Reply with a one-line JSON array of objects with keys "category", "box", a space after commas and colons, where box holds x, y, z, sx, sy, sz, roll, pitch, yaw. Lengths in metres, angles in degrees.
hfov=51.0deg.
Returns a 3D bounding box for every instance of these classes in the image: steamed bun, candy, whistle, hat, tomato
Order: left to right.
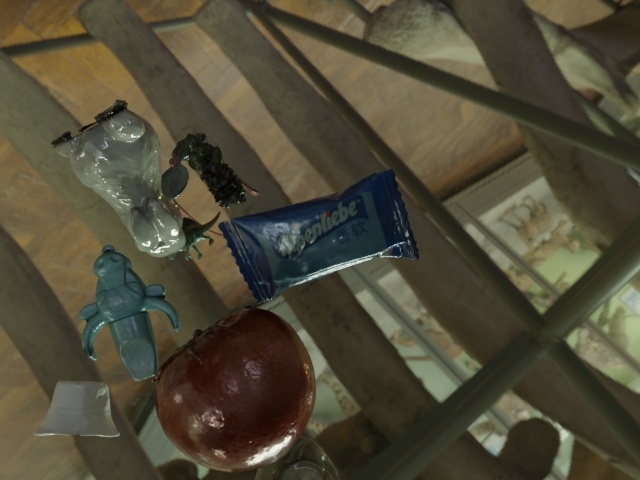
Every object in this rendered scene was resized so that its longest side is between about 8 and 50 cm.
[{"category": "hat", "box": [-0.560, 0.392, 1.562, 0.203, 0.126, 0.203, 0, 163, 0]}, {"category": "whistle", "box": [-0.379, 0.138, 1.308, 0.186, 0.274, 0.093, -18, 172, -9]}, {"category": "tomato", "box": [-0.129, 0.244, 1.085, 0.265, 0.265, 0.265, -38, 160, -17]}, {"category": "steamed bun", "box": [-0.051, 0.571, 1.338, 0.324, 0.219, 0.309, 119, -4, -62]}, {"category": "candy", "box": [0.000, 0.000, 1.217, 0.331, 0.187, 0.077, -19, -161, 4]}]

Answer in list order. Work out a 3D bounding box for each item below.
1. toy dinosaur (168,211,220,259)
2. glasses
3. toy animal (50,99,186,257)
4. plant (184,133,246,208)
[{"category": "toy dinosaur", "box": [-0.315, -0.018, 1.655, 0.106, 0.044, 0.187, 35, 62, -32]}, {"category": "glasses", "box": [-0.305, -0.129, 1.788, 0.268, 0.118, 0.234, 49, 42, -39]}, {"category": "toy animal", "box": [-0.400, -0.115, 1.461, 0.194, 0.357, 0.258, -36, -158, -21]}, {"category": "plant", "box": [-0.212, -0.139, 1.344, 0.085, 0.174, 0.087, -29, -168, 49]}]
